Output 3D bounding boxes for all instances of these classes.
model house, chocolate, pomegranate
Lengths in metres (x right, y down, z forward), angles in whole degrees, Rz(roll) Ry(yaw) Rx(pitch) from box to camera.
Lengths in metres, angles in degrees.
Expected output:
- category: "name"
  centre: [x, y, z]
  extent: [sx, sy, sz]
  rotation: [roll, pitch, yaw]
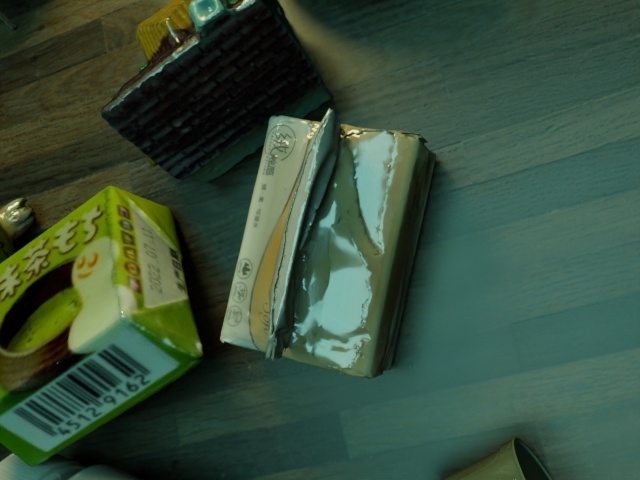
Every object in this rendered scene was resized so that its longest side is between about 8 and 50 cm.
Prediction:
- category: "model house"
  centre: [-0.172, -0.235, 1.023]
  extent: [0.280, 0.249, 0.230]
  rotation: [-34, 74, 12]
- category: "chocolate"
  centre: [-0.330, 0.102, 1.042]
  extent: [0.300, 0.137, 0.289]
  rotation: [-32, 45, 12]
- category: "pomegranate"
  centre: [-0.538, 0.005, 1.179]
  extent: [0.180, 0.180, 0.209]
  rotation: [39, 66, 18]

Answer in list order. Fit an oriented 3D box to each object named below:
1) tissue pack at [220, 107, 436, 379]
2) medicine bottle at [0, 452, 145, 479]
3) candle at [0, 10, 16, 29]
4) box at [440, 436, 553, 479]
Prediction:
- category: "tissue pack"
  centre: [0.000, 0.000, 0.953]
  extent: [0.238, 0.238, 0.306]
  rotation: [13, 88, 20]
- category: "medicine bottle"
  centre: [-0.287, 0.416, 1.014]
  extent: [0.339, 0.208, 0.208]
  rotation: [15, 89, 21]
- category: "candle"
  centre: [-0.571, -0.535, 1.207]
  extent: [0.221, 0.221, 0.343]
  rotation: [-20, 79, 16]
- category: "box"
  centre: [0.210, 0.353, 0.841]
  extent: [0.149, 0.226, 0.226]
  rotation: [-32, 75, 13]
